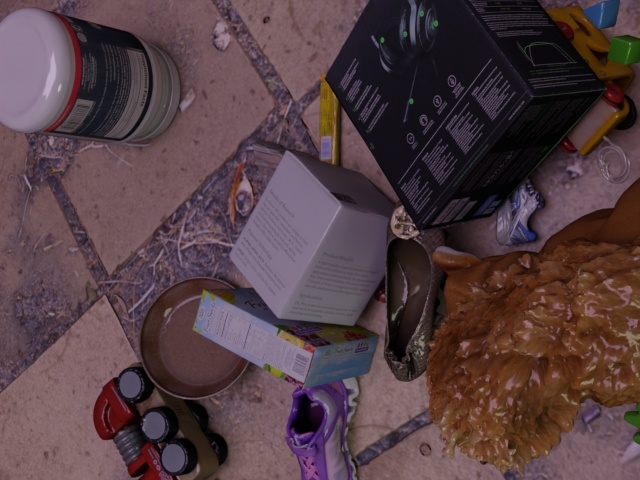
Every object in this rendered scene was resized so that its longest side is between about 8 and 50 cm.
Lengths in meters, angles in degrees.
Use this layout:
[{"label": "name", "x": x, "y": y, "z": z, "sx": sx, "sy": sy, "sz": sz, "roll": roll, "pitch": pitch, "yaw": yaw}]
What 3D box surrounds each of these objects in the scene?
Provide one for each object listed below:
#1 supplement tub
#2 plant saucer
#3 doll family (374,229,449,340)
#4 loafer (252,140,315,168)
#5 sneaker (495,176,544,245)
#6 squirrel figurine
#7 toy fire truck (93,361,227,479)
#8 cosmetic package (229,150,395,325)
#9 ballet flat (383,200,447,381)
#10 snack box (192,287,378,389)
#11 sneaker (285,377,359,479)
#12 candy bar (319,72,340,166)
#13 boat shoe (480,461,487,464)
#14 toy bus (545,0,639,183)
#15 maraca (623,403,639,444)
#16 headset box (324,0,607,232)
[{"label": "supplement tub", "x": -0.380, "y": -0.257, "z": 1.391, "sx": 0.191, "sy": 0.272, "sz": 0.191, "roll": 0, "pitch": 91, "yaw": 33}, {"label": "plant saucer", "x": -0.194, "y": 0.157, "z": 1.382, "sx": 0.199, "sy": 0.036, "sz": 0.198, "roll": -3, "pitch": 75, "yaw": 12}, {"label": "doll family", "x": 0.136, "y": 0.064, "z": 1.178, "sx": 0.111, "sy": 0.076, "sz": 0.193, "roll": 40, "pitch": 114, "yaw": 21}, {"label": "loafer", "x": -0.055, "y": -0.121, "z": 1.323, "sx": 0.125, "sy": 0.045, "sz": 0.039, "roll": 24, "pitch": 120, "yaw": 37}, {"label": "sneaker", "x": 0.263, "y": -0.060, "z": 1.113, "sx": 0.058, "sy": 0.052, "sz": 0.135, "roll": 5, "pitch": 100, "yaw": 23}, {"label": "squirrel figurine", "x": 0.257, "y": 0.074, "z": 0.920, "sx": 0.370, "sy": 0.397, "sz": 0.280, "roll": -7, "pitch": 97, "yaw": 46}, {"label": "toy fire truck", "x": -0.299, "y": 0.352, "z": 1.437, "sx": 0.246, "sy": 0.158, "sz": 0.217, "roll": -42, "pitch": 69, "yaw": 15}, {"label": "cosmetic package", "x": 0.000, "y": 0.000, "z": 1.200, "sx": 0.151, "sy": 0.151, "sz": 0.183, "roll": 46, "pitch": 114, "yaw": 41}, {"label": "ballet flat", "x": 0.113, "y": 0.065, "z": 1.116, "sx": 0.084, "sy": 0.058, "sz": 0.249, "roll": 11, "pitch": 104, "yaw": 35}, {"label": "snack box", "x": -0.049, "y": 0.133, "z": 1.237, "sx": 0.207, "sy": 0.174, "sz": 0.070, "roll": 21, "pitch": 101, "yaw": 31}, {"label": "sneaker", "x": -0.007, "y": 0.303, "z": 1.255, "sx": 0.095, "sy": 0.105, "sz": 0.236, "roll": 3, "pitch": 93, "yaw": 32}, {"label": "candy bar", "x": 0.014, "y": -0.173, "z": 1.286, "sx": 0.040, "sy": 0.018, "sz": 0.161, "roll": 1, "pitch": 92, "yaw": 37}, {"label": "boat shoe", "x": 0.257, "y": 0.245, "z": 1.115, "sx": 0.152, "sy": 0.056, "sz": 0.049, "roll": -39, "pitch": 75, "yaw": 37}, {"label": "toy bus", "x": 0.322, "y": -0.186, "z": 1.031, "sx": 0.191, "sy": 0.104, "sz": 0.202, "roll": 19, "pitch": 120, "yaw": 53}, {"label": "maraca", "x": 0.437, "y": 0.227, "z": 0.965, "sx": 0.186, "sy": 0.099, "sz": 0.127, "roll": 3, "pitch": 131, "yaw": 43}, {"label": "headset box", "x": 0.155, "y": -0.199, "z": 1.046, "sx": 0.283, "sy": 0.131, "sz": 0.246, "roll": 60, "pitch": 140, "yaw": 24}]
